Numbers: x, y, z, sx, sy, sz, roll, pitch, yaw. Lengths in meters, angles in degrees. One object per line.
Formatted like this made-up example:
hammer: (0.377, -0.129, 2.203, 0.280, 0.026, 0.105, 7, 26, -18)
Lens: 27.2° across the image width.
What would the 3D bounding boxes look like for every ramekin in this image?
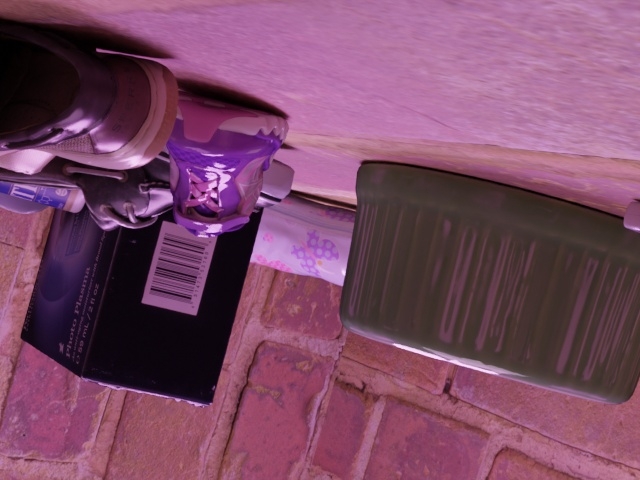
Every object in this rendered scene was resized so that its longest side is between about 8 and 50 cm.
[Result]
ramekin: (0.162, 0.042, 1.185, 0.303, 0.148, 0.303, 15, 178, 1)

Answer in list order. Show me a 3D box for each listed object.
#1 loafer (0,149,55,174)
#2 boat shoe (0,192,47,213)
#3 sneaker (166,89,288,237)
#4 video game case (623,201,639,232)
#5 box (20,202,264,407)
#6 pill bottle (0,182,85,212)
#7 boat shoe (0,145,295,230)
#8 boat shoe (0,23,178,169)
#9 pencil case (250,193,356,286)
loafer: (-0.234, -0.100, 1.064, 0.102, 0.092, 0.268, 16, 178, -30)
boat shoe: (-0.475, -0.139, 1.686, 0.306, 0.113, 0.105, 23, -165, -22)
sneaker: (-0.082, -0.054, 1.042, 0.095, 0.104, 0.236, 17, 177, 1)
video game case: (0.340, 0.015, 0.901, 0.183, 0.023, 0.201, 17, 179, -38)
box: (-0.232, 0.027, 1.677, 0.182, 0.296, 0.294, 16, 178, -26)
pill bottle: (-0.352, -0.108, 1.517, 0.186, 0.112, 0.112, 16, 178, -15)
boat shoe: (-0.187, -0.065, 1.283, 0.335, 0.119, 0.121, 15, 178, 21)
boat shoe: (-0.228, -0.104, 0.903, 0.285, 0.103, 0.092, 10, 170, 34)
pencil case: (0.000, 0.000, 1.822, 0.273, 0.113, 0.124, 14, 168, 27)
